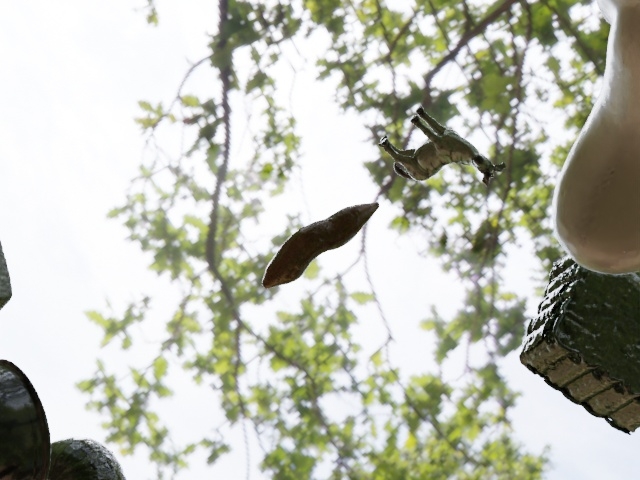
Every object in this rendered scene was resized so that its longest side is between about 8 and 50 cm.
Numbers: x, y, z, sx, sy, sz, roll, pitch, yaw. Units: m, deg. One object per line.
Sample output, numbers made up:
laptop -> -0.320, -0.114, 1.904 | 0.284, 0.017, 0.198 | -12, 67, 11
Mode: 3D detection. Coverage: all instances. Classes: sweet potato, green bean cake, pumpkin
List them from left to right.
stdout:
pumpkin -> -0.338, 0.349, 1.289 | 0.167, 0.167, 0.125 | 18, -11, 44
sweet potato -> -0.001, -0.002, 1.411 | 0.051, 0.218, 0.065 | 44, -16, 42
green bean cake -> 0.472, 0.149, 1.556 | 0.241, 0.255, 0.132 | 29, -35, 0

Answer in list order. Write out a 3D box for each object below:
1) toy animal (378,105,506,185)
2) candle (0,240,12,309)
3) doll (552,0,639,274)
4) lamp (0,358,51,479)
toy animal -> 0.207, -0.150, 1.693 | 0.176, 0.073, 0.217 | 45, -33, -10
candle -> -0.331, 0.019, 0.805 | 0.169, 0.068, 0.192 | 22, -76, 33
doll -> 0.241, -0.208, 0.489 | 0.187, 0.366, 0.376 | 45, -36, 32
lamp -> -0.381, 0.207, 0.870 | 0.172, 0.227, 0.147 | 53, -54, 23
